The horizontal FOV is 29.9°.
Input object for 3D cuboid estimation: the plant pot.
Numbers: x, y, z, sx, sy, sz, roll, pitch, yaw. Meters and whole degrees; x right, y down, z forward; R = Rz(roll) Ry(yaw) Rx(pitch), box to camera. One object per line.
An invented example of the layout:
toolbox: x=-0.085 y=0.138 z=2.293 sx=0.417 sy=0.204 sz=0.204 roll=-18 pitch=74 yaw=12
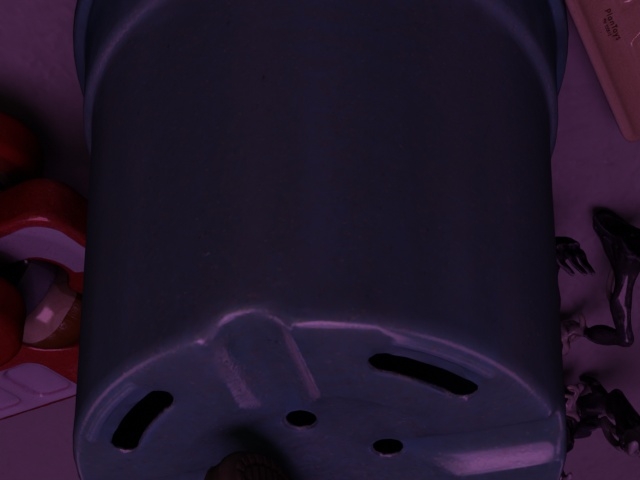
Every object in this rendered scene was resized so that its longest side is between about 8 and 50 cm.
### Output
plant pot: x=0.000 y=0.000 z=0.721 sx=0.341 sy=0.334 sz=0.341 roll=0 pitch=138 yaw=0

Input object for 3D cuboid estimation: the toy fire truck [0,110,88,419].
toy fire truck: x=-0.258 y=0.053 z=0.907 sx=0.302 sy=0.169 sz=0.254 roll=-20 pitch=143 yaw=23

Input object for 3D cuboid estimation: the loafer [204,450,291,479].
loafer: x=-0.026 y=0.158 z=0.605 sx=0.050 sy=0.056 sz=0.148 roll=-20 pitch=134 yaw=12

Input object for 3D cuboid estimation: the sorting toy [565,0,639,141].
sorting toy: x=0.271 y=-0.186 z=0.816 sx=0.208 sy=0.038 sz=0.193 roll=-25 pitch=120 yaw=11

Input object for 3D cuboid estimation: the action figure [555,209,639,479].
action figure: x=0.192 y=0.121 z=0.959 sx=0.164 sy=0.141 sz=0.276 roll=-2 pitch=123 yaw=-12
